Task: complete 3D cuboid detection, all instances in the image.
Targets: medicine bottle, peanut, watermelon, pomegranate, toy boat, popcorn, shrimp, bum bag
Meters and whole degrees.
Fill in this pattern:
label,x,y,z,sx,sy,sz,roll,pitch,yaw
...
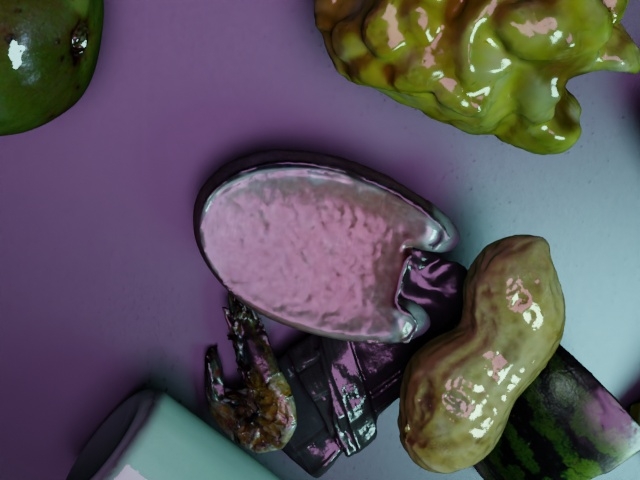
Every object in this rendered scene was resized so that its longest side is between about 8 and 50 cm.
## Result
label,x,y,z,sx,sy,sz,roll,pitch,yaw
medicine bottle,-0.109,0.248,0.995,0.225,0.139,0.139,39,97,-14
peanut,0.140,0.099,0.946,0.098,0.103,0.229,33,101,22
watermelon,0.207,0.157,1.007,0.137,0.145,0.193,-1,104,-10
pomegranate,-0.284,-0.178,0.865,0.225,0.187,0.187,11,104,20
toy boat,0.000,0.000,0.962,0.227,0.085,0.155,17,103,0
popcorn,0.141,-0.211,0.866,0.242,0.235,0.250,9,124,-32
shrimp,-0.075,0.117,1.006,0.091,0.034,0.161,-16,87,23
bum bag,0.044,0.110,1.019,0.248,0.060,0.123,-40,99,7

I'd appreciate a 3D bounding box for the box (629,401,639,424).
label,x,y,z,sx,sy,sz,roll,pitch,yaw
box,0.464,0.177,1.011,0.311,0.043,0.173,-27,109,34
